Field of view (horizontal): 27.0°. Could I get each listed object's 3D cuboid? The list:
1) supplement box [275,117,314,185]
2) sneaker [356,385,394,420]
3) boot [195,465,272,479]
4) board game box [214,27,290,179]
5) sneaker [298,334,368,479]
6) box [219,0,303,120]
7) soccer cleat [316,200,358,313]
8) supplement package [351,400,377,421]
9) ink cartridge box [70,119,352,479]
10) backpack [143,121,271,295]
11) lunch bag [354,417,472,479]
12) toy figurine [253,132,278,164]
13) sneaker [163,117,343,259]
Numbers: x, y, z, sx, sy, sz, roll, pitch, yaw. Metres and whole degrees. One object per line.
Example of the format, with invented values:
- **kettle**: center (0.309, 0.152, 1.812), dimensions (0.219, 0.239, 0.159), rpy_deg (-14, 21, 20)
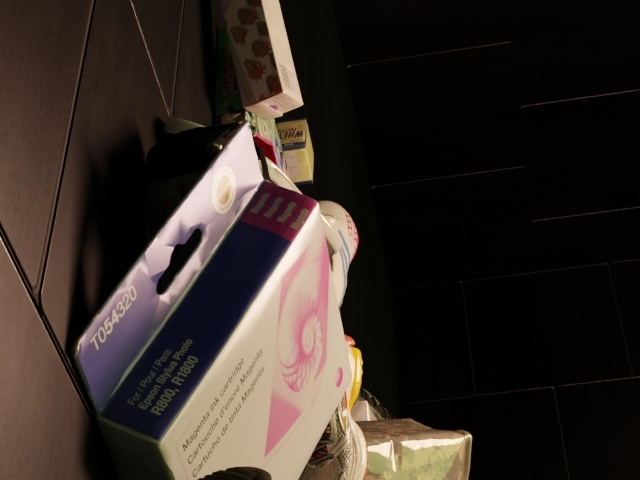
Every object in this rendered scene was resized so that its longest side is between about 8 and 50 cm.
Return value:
- **supplement box**: center (-0.045, -0.151, 2.283), dimensions (0.083, 0.056, 0.083), rpy_deg (-89, 170, -51)
- **sneaker**: center (0.080, 0.331, 2.503), dimensions (0.109, 0.130, 0.286), rpy_deg (-83, 163, -58)
- **boot**: center (-0.090, 0.312, 1.084), dimensions (0.076, 0.189, 0.208), rpy_deg (14, -51, 49)
- **board game box**: center (-0.092, -0.119, 1.905), dimensions (0.317, 0.046, 0.213), rpy_deg (75, 11, -48)
- **sneaker**: center (-0.006, 0.198, 1.491), dimensions (0.093, 0.088, 0.225), rpy_deg (39, 39, -50)
- **box**: center (-0.095, -0.321, 1.793), dimensions (0.067, 0.063, 0.324), rpy_deg (26, 47, -63)
- **soccer cleat**: center (0.000, 0.000, 2.245), dimensions (0.331, 0.116, 0.143), rpy_deg (-87, 168, -56)
- **supplement package**: center (0.023, 0.373, 1.953), dimensions (0.139, 0.134, 0.244), rpy_deg (65, 18, -70)
- **ink cartridge box**: center (-0.077, 0.115, 1.212), dimensions (0.324, 0.071, 0.330), rpy_deg (-58, 148, -42)
- **backpack**: center (-0.113, -0.017, 1.322), dimensions (0.152, 0.115, 0.182), rpy_deg (-41, 126, -67)
- **lunch bag**: center (0.064, 0.386, 1.742), dimensions (0.169, 0.235, 0.287), rpy_deg (3, -89, 53)
- **toy figurine**: center (-0.097, -0.064, 1.674), dimensions (0.173, 0.130, 0.159), rpy_deg (-2, 70, -59)
- **sneaker**: center (-0.096, -0.011, 1.500), dimensions (0.296, 0.104, 0.147), rpy_deg (43, 71, -42)
